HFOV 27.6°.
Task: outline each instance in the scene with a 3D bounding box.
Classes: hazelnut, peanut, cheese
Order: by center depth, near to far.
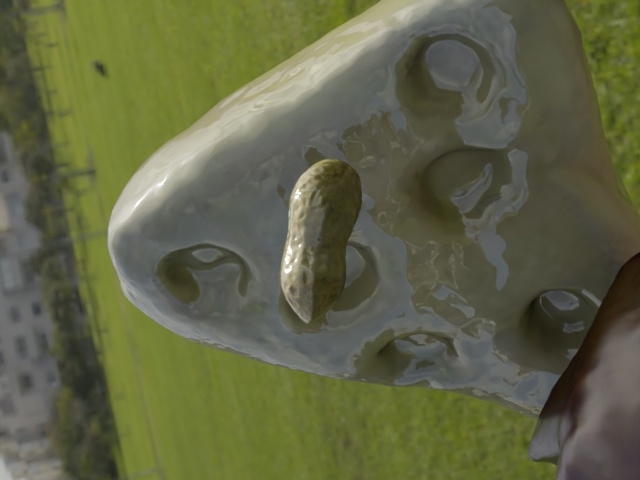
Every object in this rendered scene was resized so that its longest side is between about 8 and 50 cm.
[{"bbox_3d":[0.000,0.000,0.624,0.037,0.037,0.083,114,162,-71],"label":"peanut"},{"bbox_3d":[0.221,0.123,0.697,0.217,0.217,0.251,-167,89,-78],"label":"hazelnut"},{"bbox_3d":[0.047,0.023,0.842,0.129,0.328,0.351,-92,-23,-60],"label":"cheese"}]
